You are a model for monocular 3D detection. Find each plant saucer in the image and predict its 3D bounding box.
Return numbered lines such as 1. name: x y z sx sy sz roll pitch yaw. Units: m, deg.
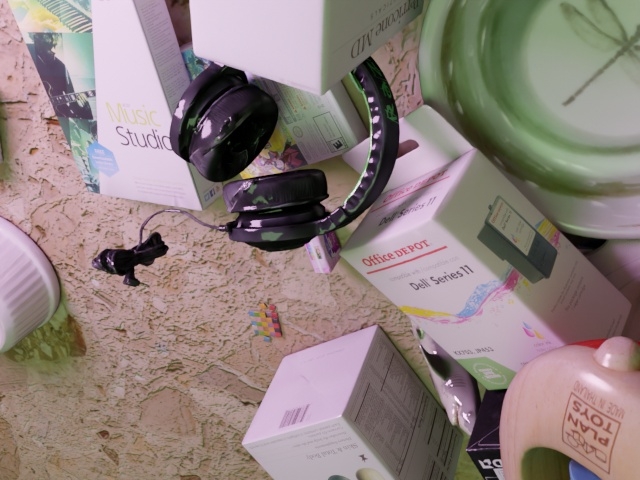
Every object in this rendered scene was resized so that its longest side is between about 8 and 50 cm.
1. plant saucer: 0.306 -0.184 0.853 0.400 0.100 0.400 14 132 16

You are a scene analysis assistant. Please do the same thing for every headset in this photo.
1. headset: -0.097 -0.081 0.953 0.394 0.185 0.243 -36 83 29

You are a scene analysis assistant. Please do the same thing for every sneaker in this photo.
1. sneaker: 0.378 0.062 1.036 0.129 0.111 0.297 28 130 23

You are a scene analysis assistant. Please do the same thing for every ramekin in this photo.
1. ramekin: -0.605 0.084 1.424 0.273 0.127 0.273 11 128 14

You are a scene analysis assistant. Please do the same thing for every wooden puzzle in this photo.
1. wooden puzzle: -0.090 0.134 1.329 0.049 0.006 0.083 3 126 20

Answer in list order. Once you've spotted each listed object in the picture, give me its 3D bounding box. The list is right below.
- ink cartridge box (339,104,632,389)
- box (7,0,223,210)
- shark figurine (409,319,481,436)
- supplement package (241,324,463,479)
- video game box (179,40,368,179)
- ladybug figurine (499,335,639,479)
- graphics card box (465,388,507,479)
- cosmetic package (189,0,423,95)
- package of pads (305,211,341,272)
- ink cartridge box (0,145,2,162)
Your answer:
1. ink cartridge box: 0.169 0.024 0.978 0.353 0.119 0.207 42 152 -13
2. box: -0.272 -0.198 1.090 0.232 0.058 0.322 9 128 32
3. shark figurine: 0.186 0.126 1.171 0.116 0.166 0.278 -21 92 1
4. supplement package: 0.059 0.312 1.276 0.199 0.198 0.263 -24 114 34
5. video game box: -0.065 -0.185 1.050 0.187 0.048 0.205 -15 118 29
6. ladybug figurine: 0.333 0.270 0.851 0.305 0.162 0.449 34 146 47
7. graphics card box: 0.344 0.329 1.148 0.094 0.233 0.371 -15 118 37
8. cosmetic package: -0.002 -0.390 0.720 0.161 0.230 0.453 22 135 22
9. package of pads: 0.000 0.000 1.161 0.032 0.050 0.083 -2 124 30
10. ink cartridge box: -0.556 -0.180 1.246 0.109 0.063 0.150 18 130 9
